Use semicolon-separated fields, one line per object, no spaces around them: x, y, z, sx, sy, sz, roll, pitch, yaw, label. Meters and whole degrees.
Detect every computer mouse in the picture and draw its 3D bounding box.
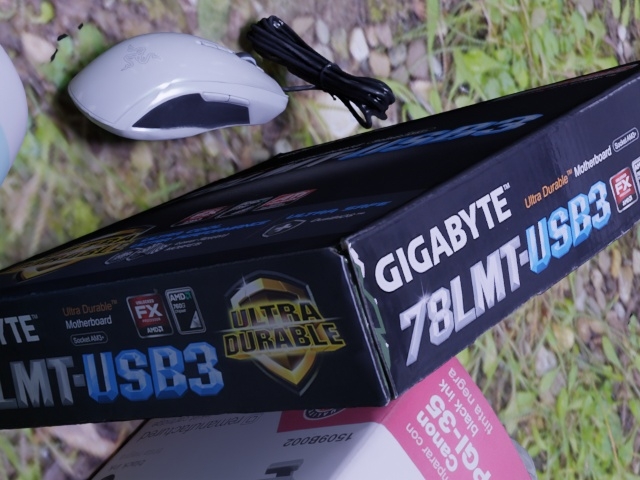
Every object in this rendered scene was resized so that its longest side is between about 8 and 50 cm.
-0.053;-0.094;0.838;0.193;0.106;0.042;-13;134;-45;computer mouse

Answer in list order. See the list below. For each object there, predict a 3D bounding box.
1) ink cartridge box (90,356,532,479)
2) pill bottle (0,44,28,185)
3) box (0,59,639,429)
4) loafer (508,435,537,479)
-0.055;0.184;0.678;0.283;0.207;0.117;-45;112;-43;ink cartridge box
-0.230;0.019;0.579;0.146;0.146;0.264;43;53;-31;pill bottle
0.000;0.000;0.718;0.293;0.295;0.073;-30;104;-45;box
0.043;0.214;0.862;0.112;0.111;0.319;31;35;11;loafer
